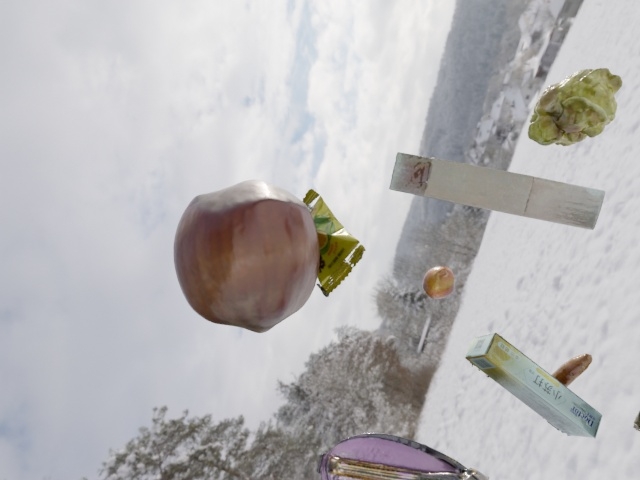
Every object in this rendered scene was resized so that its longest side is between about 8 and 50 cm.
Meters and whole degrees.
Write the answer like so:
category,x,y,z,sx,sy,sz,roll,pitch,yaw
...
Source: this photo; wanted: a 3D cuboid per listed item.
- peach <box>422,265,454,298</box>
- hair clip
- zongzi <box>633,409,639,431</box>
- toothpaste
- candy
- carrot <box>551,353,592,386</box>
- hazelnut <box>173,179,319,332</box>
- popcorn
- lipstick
category,x,y,z,sx,sy,sz,roll,pitch,yaw
peach,0.359,0.128,1.344,0.101,0.101,0.100,16,-90,-76
hair clip,0.175,0.474,0.901,0.095,0.359,0.110,-18,-67,-78
zongzi,0.987,0.537,0.953,0.181,0.419,0.447,-63,0,16
toothpaste,0.488,0.337,1.013,0.071,0.313,0.089,-52,0,-27
candy,0.000,0.000,1.258,0.081,0.297,0.187,14,-58,-49
carrot,0.606,0.324,1.079,0.139,0.048,0.048,-53,-8,18
hazelnut,-0.166,0.029,1.065,0.366,0.366,0.365,16,-90,-76
popcorn,0.690,-0.355,1.199,0.217,0.180,0.235,-27,-2,-21
lipstick,0.324,-0.097,0.841,0.076,0.372,0.079,-28,-49,-77
